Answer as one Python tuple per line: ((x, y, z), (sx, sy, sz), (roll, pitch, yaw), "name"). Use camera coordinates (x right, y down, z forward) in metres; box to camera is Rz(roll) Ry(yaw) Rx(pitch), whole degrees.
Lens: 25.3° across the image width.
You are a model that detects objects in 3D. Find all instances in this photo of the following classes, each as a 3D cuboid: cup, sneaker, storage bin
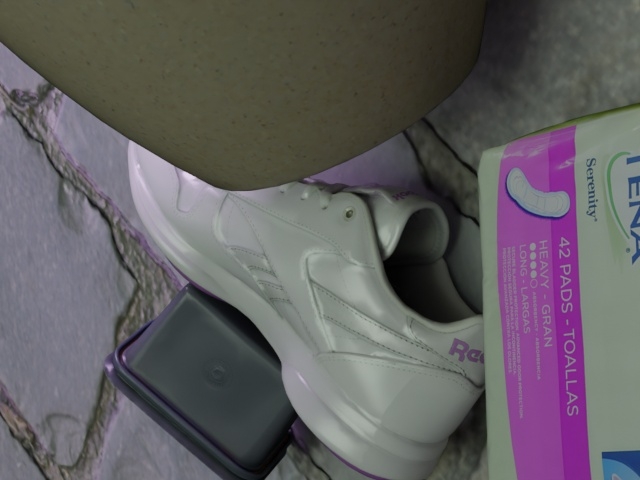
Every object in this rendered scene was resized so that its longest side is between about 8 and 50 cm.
((-0.040, -0.167, 0.752), (0.331, 0.331, 0.237), (-1, 123, 48), "cup")
((0.000, 0.000, 0.886), (0.305, 0.114, 0.152), (46, 116, 26), "sneaker")
((-0.058, 0.083, 0.962), (0.135, 0.098, 0.091), (41, 119, 5), "storage bin")

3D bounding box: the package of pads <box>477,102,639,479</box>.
((0.202, 0.040, 0.620), (0.297, 0.101, 0.229), (-11, 75, 48), "package of pads")
